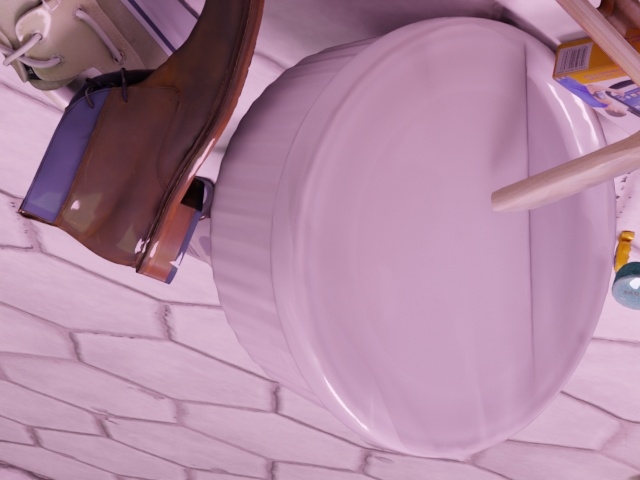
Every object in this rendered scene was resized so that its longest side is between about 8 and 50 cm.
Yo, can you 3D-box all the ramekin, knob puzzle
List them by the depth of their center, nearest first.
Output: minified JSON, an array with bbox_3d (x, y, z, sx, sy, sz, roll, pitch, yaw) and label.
[{"bbox_3d":[0.145,-0.119,0.883,0.213,0.030,0.213,45,-170,-11],"label":"knob puzzle"},{"bbox_3d":[0.052,-0.006,1.083,0.273,0.273,0.127,30,167,-37],"label":"ramekin"}]

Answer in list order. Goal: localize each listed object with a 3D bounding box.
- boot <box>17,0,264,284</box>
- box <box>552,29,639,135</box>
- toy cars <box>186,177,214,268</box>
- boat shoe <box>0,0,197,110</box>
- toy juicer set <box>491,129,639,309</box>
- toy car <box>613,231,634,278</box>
[{"bbox_3d":[-0.106,-0.087,1.048,0.106,0.219,0.082,18,-168,-9],"label":"boot"},{"bbox_3d":[0.218,-0.087,1.070,0.136,0.028,0.081,31,155,-35],"label":"box"},{"bbox_3d":[0.034,0.048,1.490,0.393,0.087,0.176,22,159,-19],"label":"toy cars"},{"bbox_3d":[-0.161,-0.141,1.095,0.109,0.094,0.302,0,156,37],"label":"boat shoe"},{"bbox_3d":[0.283,0.016,0.979,0.329,0.089,0.209,25,142,-14],"label":"toy juicer set"},{"bbox_3d":[0.196,0.020,1.364,0.060,0.041,0.122,19,161,-12],"label":"toy car"}]
